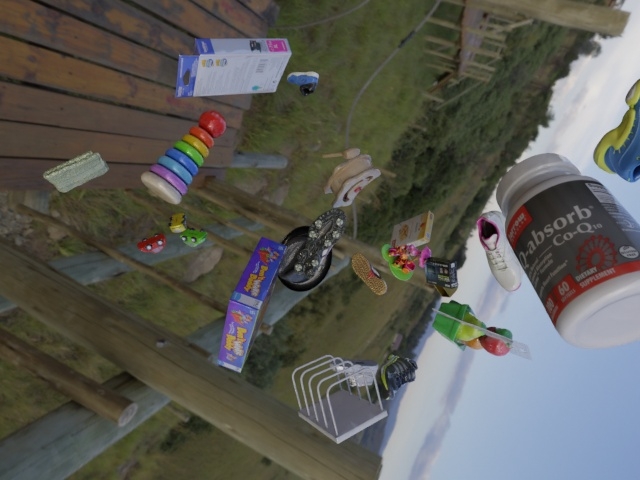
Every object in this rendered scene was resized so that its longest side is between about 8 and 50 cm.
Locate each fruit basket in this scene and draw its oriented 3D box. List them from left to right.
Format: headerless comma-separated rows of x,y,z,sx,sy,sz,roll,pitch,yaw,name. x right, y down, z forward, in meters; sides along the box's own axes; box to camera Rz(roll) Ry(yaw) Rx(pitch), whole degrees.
0.633,0.358,1.656,0.327,0.352,0.166,41,66,-53,fruit basket

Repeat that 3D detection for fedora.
-0.109,0.087,2.057,0.334,0.333,0.152,-66,157,5,fedora

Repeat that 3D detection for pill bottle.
0.492,0.005,0.831,0.363,0.210,0.210,-97,-168,-45,pill bottle

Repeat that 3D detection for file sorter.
0.048,0.505,1.420,0.192,0.277,0.173,-16,93,-28,file sorter

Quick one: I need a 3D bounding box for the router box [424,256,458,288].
0.425,0.113,1.507,0.038,0.122,0.092,-17,104,-28,router box

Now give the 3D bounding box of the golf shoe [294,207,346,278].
0.000,0.000,1.472,0.273,0.105,0.120,-57,177,17,golf shoe

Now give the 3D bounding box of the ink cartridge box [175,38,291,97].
-0.253,-0.486,1.204,0.310,0.065,0.186,-15,170,-25,ink cartridge box

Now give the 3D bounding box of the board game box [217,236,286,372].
-0.201,0.192,1.227,0.347,0.078,0.233,112,-1,-46,board game box

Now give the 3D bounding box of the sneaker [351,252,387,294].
0.185,0.131,1.639,0.069,0.186,0.084,-37,169,7,sneaker

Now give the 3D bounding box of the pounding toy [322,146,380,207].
0.098,-0.247,1.486,0.154,0.155,0.270,-22,162,-28,pounding toy

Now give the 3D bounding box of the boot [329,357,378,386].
0.151,0.633,2.014,0.095,0.258,0.124,-149,-109,-66,boot

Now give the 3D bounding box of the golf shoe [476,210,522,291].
0.640,0.041,1.555,0.115,0.307,0.140,-24,166,40,golf shoe

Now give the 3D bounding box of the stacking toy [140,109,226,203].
-0.421,-0.283,1.372,0.331,0.141,0.141,-58,163,-16,stacking toy

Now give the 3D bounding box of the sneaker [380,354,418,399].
0.314,0.536,1.703,0.300,0.121,0.111,-28,109,-67,sneaker

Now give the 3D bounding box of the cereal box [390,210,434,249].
0.456,-0.037,2.153,0.240,0.047,0.173,-26,-143,48,cereal box

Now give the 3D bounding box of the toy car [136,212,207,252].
-0.505,-0.012,1.544,0.239,0.224,0.053,-56,146,-47,toy car

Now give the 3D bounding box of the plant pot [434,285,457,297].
0.604,0.212,2.025,0.083,0.082,0.081,-37,-176,-13,plant pot

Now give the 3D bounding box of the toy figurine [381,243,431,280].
0.343,0.056,1.624,0.159,0.173,0.130,-32,-160,52,toy figurine

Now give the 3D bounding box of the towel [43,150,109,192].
-0.656,-0.185,1.154,0.148,0.027,0.110,-29,169,-15,towel

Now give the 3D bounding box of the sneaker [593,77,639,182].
0.624,-0.212,0.796,0.240,0.091,0.126,94,-16,-47,sneaker

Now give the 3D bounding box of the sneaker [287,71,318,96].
-0.078,-0.621,1.703,0.058,0.152,0.085,10,90,-57,sneaker
